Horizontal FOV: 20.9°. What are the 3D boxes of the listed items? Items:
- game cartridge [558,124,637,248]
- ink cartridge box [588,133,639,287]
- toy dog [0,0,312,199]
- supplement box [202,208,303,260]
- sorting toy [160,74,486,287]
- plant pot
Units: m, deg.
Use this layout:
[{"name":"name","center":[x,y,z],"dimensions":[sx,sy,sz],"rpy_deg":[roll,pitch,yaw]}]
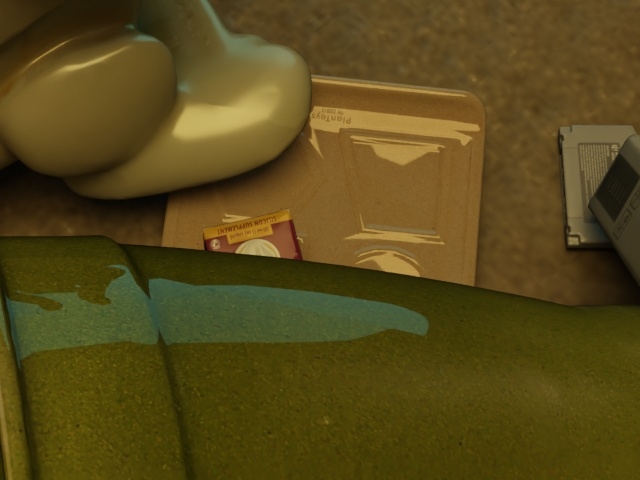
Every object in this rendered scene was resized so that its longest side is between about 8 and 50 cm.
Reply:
[{"name":"game cartridge","center":[0.180,-0.034,1.098],"dimensions":[0.056,0.017,0.083],"rpy_deg":[-1,67,2]},{"name":"ink cartridge box","center":[0.281,0.042,0.945],"dimensions":[0.239,0.275,0.060],"rpy_deg":[28,103,-7]},{"name":"toy dog","center":[-0.223,-0.221,0.942],"dimensions":[0.395,0.408,0.284],"rpy_deg":[-16,59,2]},{"name":"supplement box","center":[-0.034,0.031,1.015],"dimensions":[0.055,0.043,0.083],"rpy_deg":[-14,72,-7]},{"name":"sorting toy","center":[0.000,0.000,1.070],"dimensions":[0.193,0.038,0.208],"rpy_deg":[6,71,1]},{"name":"plant pot","center":[0.010,0.160,0.855],"dimensions":[0.353,0.366,0.366],"rpy_deg":[-5,67,-16]}]
